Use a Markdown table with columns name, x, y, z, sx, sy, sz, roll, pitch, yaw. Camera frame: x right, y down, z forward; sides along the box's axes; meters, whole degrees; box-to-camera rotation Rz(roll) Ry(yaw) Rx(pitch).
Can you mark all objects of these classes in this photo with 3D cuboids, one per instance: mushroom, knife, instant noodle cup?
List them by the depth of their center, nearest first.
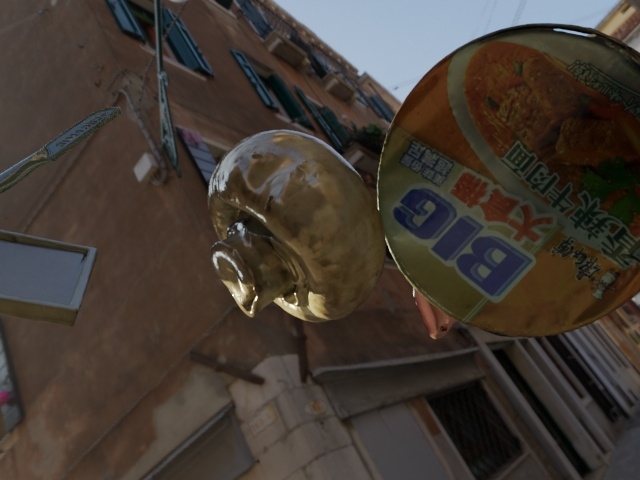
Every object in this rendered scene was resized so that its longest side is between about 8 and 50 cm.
| name | x | y | z | sx | sy | sz | roll | pitch | yaw |
| --- | --- | --- | --- | --- | --- | --- | --- | --- | --- |
| mushroom | -0.026 | -0.007 | 0.427 | 0.127 | 0.166 | 0.166 | -39 | -19 | -33 |
| instant noodle cup | 0.202 | -0.060 | 0.586 | 0.296 | 0.296 | 0.214 | -35 | 1 | 6 |
| knife | -0.326 | -0.100 | 0.625 | 0.210 | 0.028 | 0.015 | -45 | -38 | -23 |

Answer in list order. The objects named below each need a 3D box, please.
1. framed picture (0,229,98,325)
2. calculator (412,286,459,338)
| name | x | y | z | sx | sy | sz | roll | pitch | yaw |
| --- | --- | --- | --- | --- | --- | --- | --- | --- | --- |
| framed picture | -0.425 | 0.014 | 0.584 | 0.324 | 0.240 | 0.020 | 13 | -79 | -22 |
| calculator | 0.231 | -0.015 | 0.869 | 0.219 | 0.330 | 0.048 | -6 | -12 | -16 |
